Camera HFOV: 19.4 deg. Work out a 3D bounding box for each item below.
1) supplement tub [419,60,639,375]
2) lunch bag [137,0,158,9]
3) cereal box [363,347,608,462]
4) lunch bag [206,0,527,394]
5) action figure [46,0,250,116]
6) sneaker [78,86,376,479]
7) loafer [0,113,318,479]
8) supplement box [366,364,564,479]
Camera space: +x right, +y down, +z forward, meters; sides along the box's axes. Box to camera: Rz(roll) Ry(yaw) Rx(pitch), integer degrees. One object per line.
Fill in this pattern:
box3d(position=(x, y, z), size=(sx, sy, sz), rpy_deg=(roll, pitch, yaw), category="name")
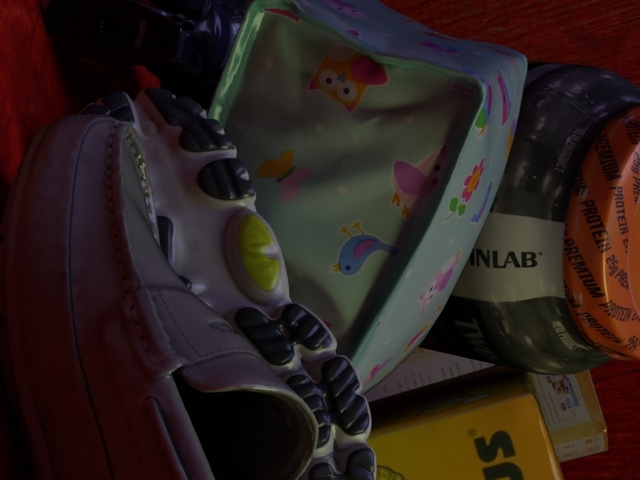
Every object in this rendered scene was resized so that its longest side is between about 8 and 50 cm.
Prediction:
box3d(position=(0.100, -0.024, 1.283), size=(0.207, 0.338, 0.207), rpy_deg=(-11, 106, -45), category="supplement tub")
box3d(position=(-0.101, -0.284, 1.351), size=(0.258, 0.120, 0.293), rpy_deg=(60, 15, -67), category="lunch bag")
box3d(position=(0.111, 0.129, 1.622), size=(0.047, 0.240, 0.173), rpy_deg=(73, 4, -57), category="cereal box")
box3d(position=(0.000, 0.000, 1.043), size=(0.223, 0.160, 0.262), rpy_deg=(-35, 147, -74), category="lunch bag")
box3d(position=(-0.080, -0.126, 1.122), size=(0.285, 0.099, 0.185), rpy_deg=(21, 70, -73), category="action figure")
box3d(position=(-0.050, 0.060, 0.868), size=(0.110, 0.107, 0.275), rpy_deg=(109, -33, -58), category="sneaker")
box3d(position=(-0.056, 0.076, 0.713), size=(0.112, 0.111, 0.319), rpy_deg=(66, 9, -54), category="loafer")
box3d(position=(0.075, 0.204, 1.255), size=(0.356, 0.195, 0.194), rpy_deg=(0, 73, -84), category="supplement box")
